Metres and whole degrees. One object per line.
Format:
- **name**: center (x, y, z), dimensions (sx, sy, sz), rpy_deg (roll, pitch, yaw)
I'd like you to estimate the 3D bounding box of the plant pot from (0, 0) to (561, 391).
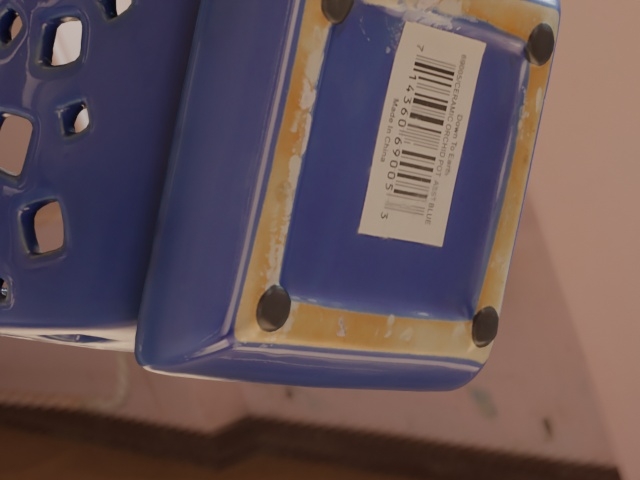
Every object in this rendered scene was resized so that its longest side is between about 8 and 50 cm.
- **plant pot**: center (-0.033, -0.052, 0.877), dimensions (0.212, 0.236, 0.236), rpy_deg (15, 4, 44)
